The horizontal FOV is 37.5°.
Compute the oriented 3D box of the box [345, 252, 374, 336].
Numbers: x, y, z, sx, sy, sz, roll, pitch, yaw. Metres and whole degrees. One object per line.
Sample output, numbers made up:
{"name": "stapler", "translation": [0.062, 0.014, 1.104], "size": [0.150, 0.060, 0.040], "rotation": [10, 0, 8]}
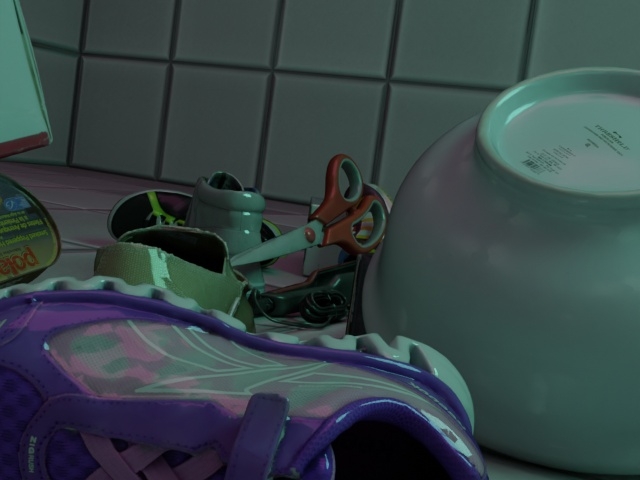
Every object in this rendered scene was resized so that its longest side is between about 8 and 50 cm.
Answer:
{"name": "box", "translation": [0.258, 0.074, 0.755], "size": [0.395, 0.097, 0.318], "rotation": [10, 4, 22]}

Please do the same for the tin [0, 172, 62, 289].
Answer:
{"name": "tin", "translation": [-0.283, -0.002, 0.755], "size": [0.106, 0.040, 0.190], "rotation": [49, 19, 5]}

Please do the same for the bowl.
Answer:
{"name": "bowl", "translation": [0.168, -0.015, 0.580], "size": [0.298, 0.134, 0.298], "rotation": [-5, 37, 4]}

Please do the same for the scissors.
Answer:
{"name": "scissors", "translation": [0.000, 0.000, 0.945], "size": [0.021, 0.109, 0.297], "rotation": [-17, 17, 29]}

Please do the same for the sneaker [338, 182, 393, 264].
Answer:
{"name": "sneaker", "translation": [0.052, -0.002, 1.100], "size": [0.084, 0.069, 0.185], "rotation": [-10, 42, -20]}

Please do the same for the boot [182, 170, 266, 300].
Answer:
{"name": "boot", "translation": [-0.103, -0.010, 0.988], "size": [0.095, 0.123, 0.258], "rotation": [6, 5, -19]}

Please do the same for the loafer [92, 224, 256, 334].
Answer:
{"name": "loafer", "translation": [-0.096, 0.035, 0.663], "size": [0.102, 0.092, 0.268], "rotation": [8, 5, 1]}

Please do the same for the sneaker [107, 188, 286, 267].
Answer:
{"name": "sneaker", "translation": [-0.156, -0.014, 1.188], "size": [0.235, 0.084, 0.097], "rotation": [8, 6, 0]}

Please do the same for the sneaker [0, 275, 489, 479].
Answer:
{"name": "sneaker", "translation": [-0.039, 0.076, 0.341], "size": [0.236, 0.095, 0.104], "rotation": [7, 12, -15]}

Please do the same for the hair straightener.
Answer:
{"name": "hair straightener", "translation": [0.012, 0.051, 0.910], "size": [0.089, 0.047, 0.230], "rotation": [10, 6, 31]}

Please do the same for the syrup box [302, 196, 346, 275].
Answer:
{"name": "syrup box", "translation": [0.027, -0.005, 1.303], "size": [0.096, 0.093, 0.237], "rotation": [7, 5, 0]}

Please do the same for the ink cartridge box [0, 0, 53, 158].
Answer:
{"name": "ink cartridge box", "translation": [-0.368, -0.081, 0.617], "size": [0.306, 0.131, 0.226], "rotation": [-7, 13, 36]}
